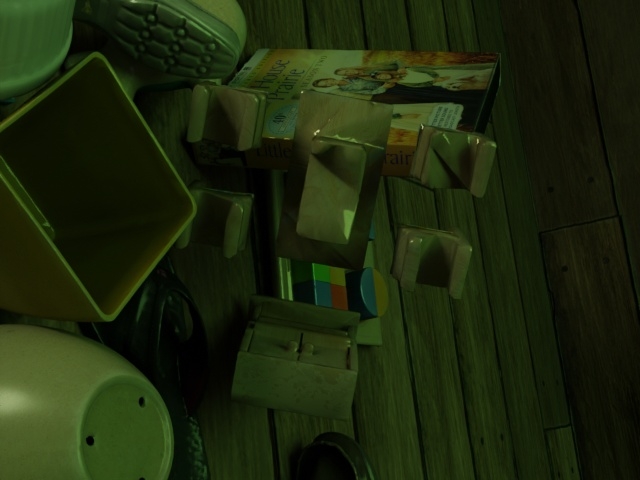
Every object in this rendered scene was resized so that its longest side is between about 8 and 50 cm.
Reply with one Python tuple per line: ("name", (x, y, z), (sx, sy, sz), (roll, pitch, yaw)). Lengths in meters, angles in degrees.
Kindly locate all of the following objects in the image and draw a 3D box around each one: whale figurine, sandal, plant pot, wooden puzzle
("whale figurine", (-0.229, -0.262, 1.217), (0.216, 0.141, 0.272), (43, 58, 0))
("sandal", (-0.194, 0.159, 1.101), (0.167, 0.107, 0.446), (-11, 87, -60))
("plant pot", (-0.262, 0.213, 0.888), (0.284, 0.190, 0.284), (31, 52, -51))
("plant pot", (-0.296, -0.040, 0.937), (0.212, 0.187, 0.212), (60, 34, -24))
("wooden puzzle", (0.026, 0.017, 1.549), (0.347, 0.080, 0.322), (17, 63, -56))

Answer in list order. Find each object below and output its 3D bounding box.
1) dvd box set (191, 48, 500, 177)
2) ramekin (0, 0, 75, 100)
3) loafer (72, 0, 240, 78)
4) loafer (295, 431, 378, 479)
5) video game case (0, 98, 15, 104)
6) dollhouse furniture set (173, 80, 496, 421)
("dvd box set", (0.049, -0.208, 1.356), (0.308, 0.420, 0.062), (-62, 151, -49))
("ramekin", (-0.369, -0.281, 0.874), (0.272, 0.127, 0.273), (20, 47, -23))
("loafer", (-0.244, -0.303, 1.090), (0.319, 0.112, 0.111), (25, 45, -11))
("loafer", (0.009, 0.462, 1.283), (0.130, 0.133, 0.366), (29, 54, -51))
("video game case", (-0.421, -0.215, 0.973), (0.166, 0.015, 0.119), (-8, 85, -60))
("dollhouse furniture set", (0.000, 0.000, 1.179), (0.256, 0.361, 0.394), (-86, -174, -77))
